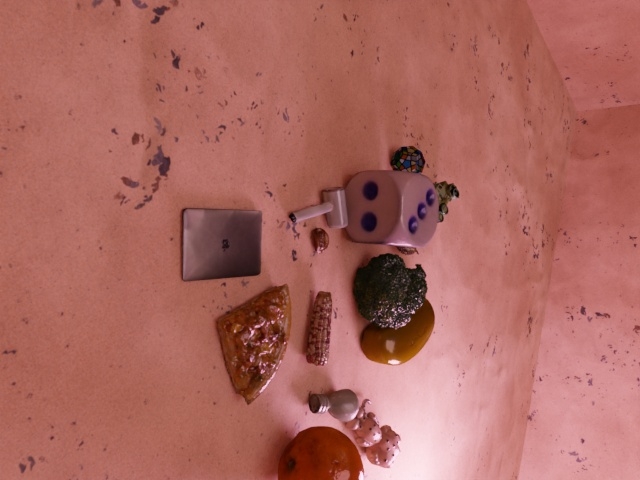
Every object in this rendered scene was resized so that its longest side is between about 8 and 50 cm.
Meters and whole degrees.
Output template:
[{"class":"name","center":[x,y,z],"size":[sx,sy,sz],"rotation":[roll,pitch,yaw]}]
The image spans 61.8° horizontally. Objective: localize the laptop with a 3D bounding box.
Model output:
[{"class":"laptop","center":[-0.259,0.009,1.437],"size":[0.269,0.015,0.187],"rotation":[-2,93,-49]}]

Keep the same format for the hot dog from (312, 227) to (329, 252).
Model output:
[{"class":"hot dog","center":[0.000,0.000,1.723],"size":[0.058,0.035,0.083],"rotation":[-22,108,-43]}]

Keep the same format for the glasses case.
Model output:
[{"class":"glasses case","center":[0.312,0.349,2.024],"size":[0.371,0.141,0.173],"rotation":[-29,114,-44]}]

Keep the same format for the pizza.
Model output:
[{"class":"pizza","center":[-0.155,0.288,1.526],"size":[0.268,0.087,0.257],"rotation":[-33,119,-46]}]

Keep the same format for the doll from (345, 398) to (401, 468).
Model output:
[{"class":"doll","center":[0.195,0.705,1.937],"size":[0.154,0.119,0.278],"rotation":[-50,118,-36]}]

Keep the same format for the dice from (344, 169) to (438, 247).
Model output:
[{"class":"dice","center":[0.244,-0.104,1.852],"size":[0.259,0.243,0.251],"rotation":[4,88,-53]}]

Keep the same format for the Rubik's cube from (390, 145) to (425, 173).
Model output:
[{"class":"Rubik's cube","center":[0.334,-0.296,2.040],"size":[0.112,0.133,0.133],"rotation":[-41,126,-74]}]

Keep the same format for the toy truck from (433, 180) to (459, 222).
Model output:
[{"class":"toy truck","center":[0.461,-0.168,2.192],"size":[0.259,0.128,0.135],"rotation":[-43,109,-39]}]

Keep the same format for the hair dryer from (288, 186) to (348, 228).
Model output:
[{"class":"hair dryer","center":[-0.005,-0.086,1.691],"size":[0.236,0.073,0.131],"rotation":[-20,108,-44]}]

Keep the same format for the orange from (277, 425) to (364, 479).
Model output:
[{"class":"orange","center":[0.001,0.687,1.589],"size":[0.261,0.261,0.260],"rotation":[-3,94,-49]}]

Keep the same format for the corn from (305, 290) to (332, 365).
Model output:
[{"class":"corn","center":[-0.001,0.280,1.705],"size":[0.080,0.080,0.236],"rotation":[11,83,-49]}]

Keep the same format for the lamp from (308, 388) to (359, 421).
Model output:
[{"class":"lamp","center":[0.048,0.540,1.763],"size":[0.193,0.106,0.106],"rotation":[19,77,-38]}]

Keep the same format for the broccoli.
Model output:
[{"class":"broccoli","center":[0.246,0.180,1.903],"size":[0.241,0.262,0.269],"rotation":[-65,158,-85]}]

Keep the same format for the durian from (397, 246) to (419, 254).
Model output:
[{"class":"durian","center":[0.328,0.009,2.079],"size":[0.140,0.071,0.110],"rotation":[53,48,-20]}]
